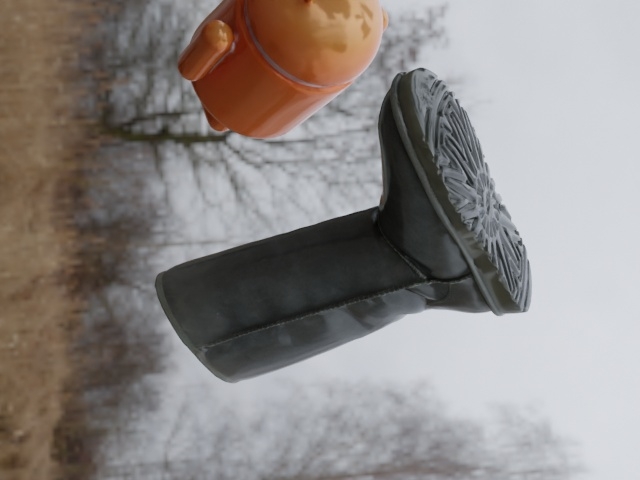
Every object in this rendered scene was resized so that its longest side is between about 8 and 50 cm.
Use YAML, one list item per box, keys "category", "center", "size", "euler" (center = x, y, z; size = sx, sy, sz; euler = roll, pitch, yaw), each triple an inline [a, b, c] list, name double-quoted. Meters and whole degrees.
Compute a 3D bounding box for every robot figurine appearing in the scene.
- category: "robot figurine"
  center: [-0.030, -0.168, 1.123]
  size: [0.219, 0.158, 0.128]
  euler: [-32, -144, 54]

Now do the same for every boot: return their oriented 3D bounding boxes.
- category: "boot"
  center: [-0.001, 0.001, 0.765]
  size: [0.189, 0.209, 0.076]
  euler: [63, 30, -34]
